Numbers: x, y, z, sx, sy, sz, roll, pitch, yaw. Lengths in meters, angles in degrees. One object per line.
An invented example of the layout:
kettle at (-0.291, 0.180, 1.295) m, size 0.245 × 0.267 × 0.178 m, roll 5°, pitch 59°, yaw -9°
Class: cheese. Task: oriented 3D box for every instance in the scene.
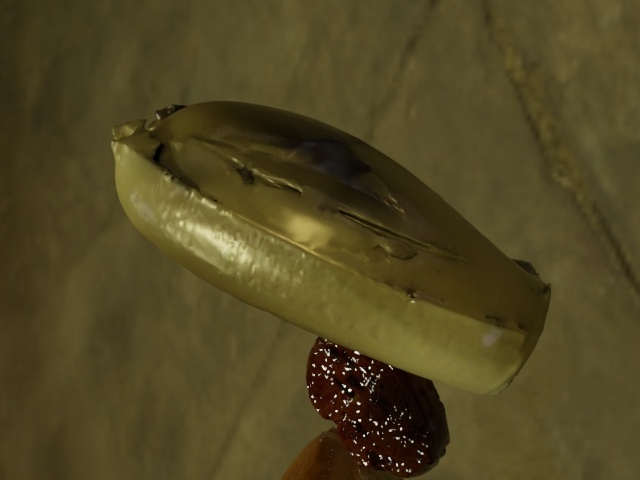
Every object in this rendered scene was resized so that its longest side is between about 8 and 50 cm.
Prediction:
cheese at (0.000, 0.000, 1.095) m, size 0.128 × 0.316 × 0.259 m, roll -60°, pitch 2°, yaw -5°

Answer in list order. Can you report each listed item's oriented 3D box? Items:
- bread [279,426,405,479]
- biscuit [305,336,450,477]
bread at (-0.031, 0.396, 1.931) m, size 0.236 × 0.183 × 0.389 m, roll -29°, pitch 26°, yaw 48°
biscuit at (0.060, 0.169, 1.739) m, size 0.192 × 0.049 × 0.192 m, roll 27°, pitch 135°, yaw 31°
